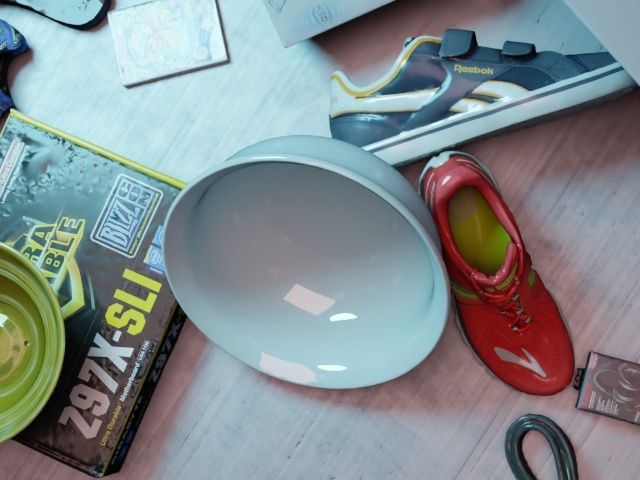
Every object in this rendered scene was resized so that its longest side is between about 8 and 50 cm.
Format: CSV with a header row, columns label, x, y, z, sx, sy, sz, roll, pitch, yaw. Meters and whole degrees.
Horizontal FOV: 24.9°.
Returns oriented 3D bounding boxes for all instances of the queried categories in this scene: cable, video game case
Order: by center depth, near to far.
label,x,y,z,sx,sy,sz,roll,pitch,yaw
cable,0.279,0.312,1.479,0.139,0.072,0.287,-49,67,18
video game case,-0.169,-0.225,1.603,0.122,0.011,0.087,-13,82,6

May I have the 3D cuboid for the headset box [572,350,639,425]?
label,x,y,z,sx,sy,sz,roll,pitch,yaw
headset box,0.302,0.151,1.489,0.083,0.032,0.062,15,86,8

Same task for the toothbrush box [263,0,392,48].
label,x,y,z,sx,sy,sz,roll,pitch,yaw
toothbrush box,-0.003,-0.379,1.467,0.216,0.126,0.296,-22,120,4

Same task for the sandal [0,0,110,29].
label,x,y,z,sx,sy,sz,roll,pitch,yaw
sandal,-0.358,-0.303,1.614,0.254,0.054,0.097,12,86,9

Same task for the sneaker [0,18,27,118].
label,x,y,z,sx,sy,sz,roll,pitch,yaw
sneaker,-0.385,-0.147,1.592,0.087,0.083,0.221,15,90,1

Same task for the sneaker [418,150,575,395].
label,x,y,z,sx,sy,sz,roll,pitch,yaw
sneaker,0.174,0.044,1.459,0.107,0.118,0.279,-28,99,3

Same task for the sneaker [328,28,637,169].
label,x,y,z,sx,sy,sz,roll,pitch,yaw
sneaker,0.160,-0.163,1.494,0.321,0.126,0.128,-16,87,7

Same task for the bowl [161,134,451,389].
label,x,y,z,sx,sy,sz,roll,pitch,yaw
bowl,0.000,0.000,1.463,0.297,0.298,0.134,14,42,9

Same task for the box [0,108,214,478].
label,x,y,z,sx,sy,sz,roll,pitch,yaw
box,-0.275,0.057,1.556,0.257,0.079,0.322,24,88,8

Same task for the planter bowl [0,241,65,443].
label,x,y,z,sx,sy,sz,roll,pitch,yaw
planter bowl,-0.352,0.107,1.476,0.217,0.090,0.217,-1,83,8

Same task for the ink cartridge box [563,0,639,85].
label,x,y,z,sx,sy,sz,roll,pitch,yaw
ink cartridge box,0.278,-0.298,1.369,0.151,0.395,0.270,-42,106,15
